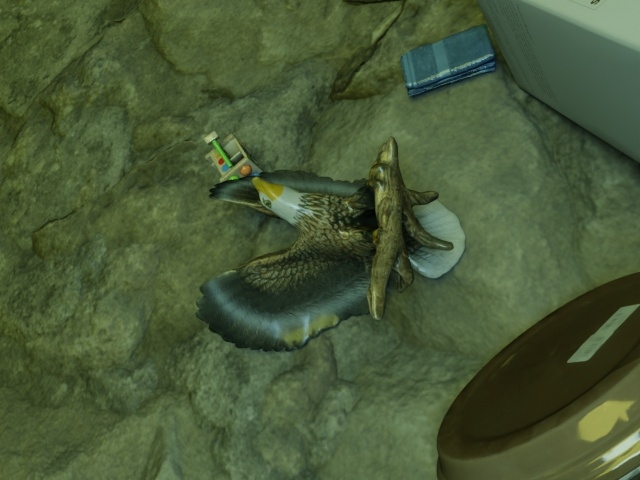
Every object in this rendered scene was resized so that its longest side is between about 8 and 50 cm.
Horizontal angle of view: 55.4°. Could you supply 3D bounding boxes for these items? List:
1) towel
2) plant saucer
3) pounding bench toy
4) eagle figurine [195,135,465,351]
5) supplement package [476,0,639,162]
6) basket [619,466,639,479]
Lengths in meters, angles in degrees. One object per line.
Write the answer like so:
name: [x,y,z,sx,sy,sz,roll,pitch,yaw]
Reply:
towel: [0.165,-0.233,0.792,0.119,0.029,0.067,-15,63,22]
plant saucer: [0.198,0.110,0.492,0.277,0.278,0.041,-39,86,8]
pounding bench toy: [-0.126,-0.110,0.857,0.052,0.083,0.065,-39,56,7]
eagle figurine: [-0.007,-0.008,0.718,0.226,0.225,0.298,-38,10,-39]
supplement package: [0.305,-0.209,0.573,0.175,0.177,0.293,-38,38,8]
basket: [0.252,0.253,0.351,0.328,0.331,0.266,-39,72,8]
